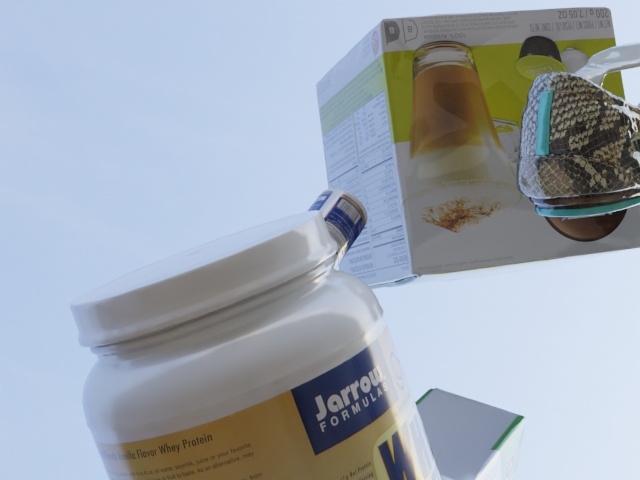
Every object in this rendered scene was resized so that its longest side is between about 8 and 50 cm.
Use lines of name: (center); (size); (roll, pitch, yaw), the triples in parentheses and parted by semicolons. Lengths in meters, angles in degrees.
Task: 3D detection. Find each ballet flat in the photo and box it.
ballet flat: (0.378, -0.124, 1.159); (0.483, 0.164, 0.182); (-4, -86, -45)

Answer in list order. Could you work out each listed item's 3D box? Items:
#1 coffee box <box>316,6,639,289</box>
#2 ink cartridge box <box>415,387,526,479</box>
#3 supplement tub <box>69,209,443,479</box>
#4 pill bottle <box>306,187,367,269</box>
coffee box: (0.210, -0.114, 1.523); (0.338, 0.338, 0.334); (-6, -94, -15)
ink cartridge box: (0.110, 0.323, 1.112); (0.201, 0.117, 0.278); (-24, -54, -61)
supplement tub: (-0.037, 0.157, 0.785); (0.228, 0.228, 0.316); (-22, -84, -16)
pill bottle: (0.000, 0.000, 1.239); (0.120, 0.067, 0.067); (-53, -53, -37)
